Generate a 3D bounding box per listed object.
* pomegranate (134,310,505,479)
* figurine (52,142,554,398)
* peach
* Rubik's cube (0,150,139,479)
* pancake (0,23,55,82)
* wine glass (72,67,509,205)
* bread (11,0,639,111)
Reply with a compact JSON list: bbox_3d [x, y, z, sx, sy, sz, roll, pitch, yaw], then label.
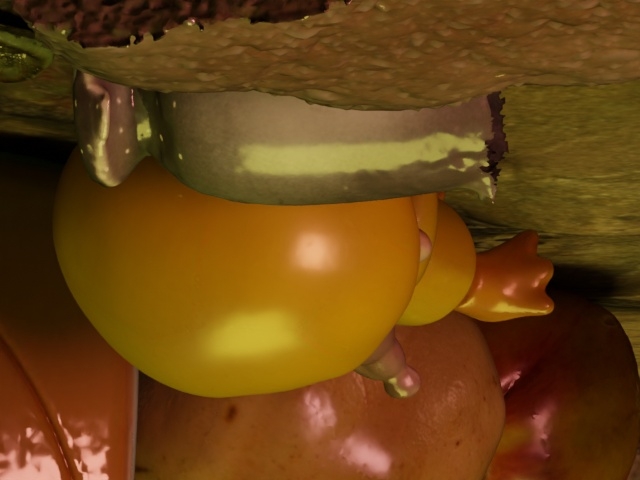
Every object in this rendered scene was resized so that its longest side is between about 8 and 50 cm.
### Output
[{"bbox_3d":[-0.023,0.131,1.352,0.332,0.333,0.332,1,168,0],"label":"pomegranate"},{"bbox_3d":[0.000,0.000,1.048,0.215,0.187,0.343,7,180,36],"label":"figurine"},{"bbox_3d":[0.174,0.152,1.585,0.281,0.238,0.281,-39,168,-10],"label":"peach"},{"bbox_3d":[-0.330,0.124,1.211,0.352,0.347,0.351,6,167,-23],"label":"Rubik's cube"},{"bbox_3d":[-0.192,-0.103,0.932,0.108,0.017,0.108,4,171,1],"label":"pancake"},{"bbox_3d":[-0.012,-0.071,0.834,0.204,0.111,0.111,3,168,7],"label":"wine glass"},{"bbox_3d":[0.055,-0.114,0.671,0.337,0.102,0.183,-5,169,19],"label":"bread"}]
